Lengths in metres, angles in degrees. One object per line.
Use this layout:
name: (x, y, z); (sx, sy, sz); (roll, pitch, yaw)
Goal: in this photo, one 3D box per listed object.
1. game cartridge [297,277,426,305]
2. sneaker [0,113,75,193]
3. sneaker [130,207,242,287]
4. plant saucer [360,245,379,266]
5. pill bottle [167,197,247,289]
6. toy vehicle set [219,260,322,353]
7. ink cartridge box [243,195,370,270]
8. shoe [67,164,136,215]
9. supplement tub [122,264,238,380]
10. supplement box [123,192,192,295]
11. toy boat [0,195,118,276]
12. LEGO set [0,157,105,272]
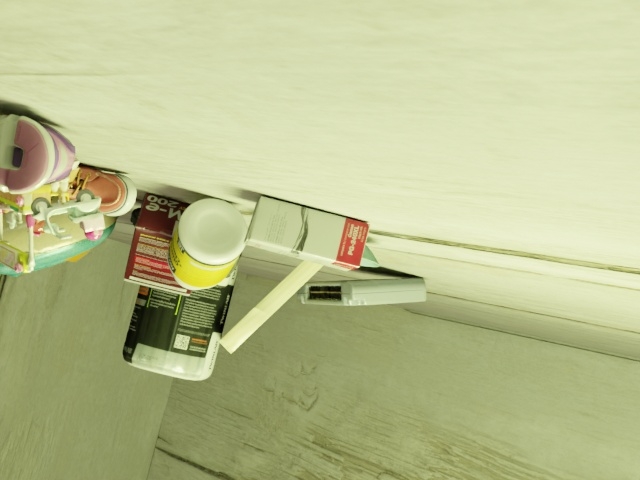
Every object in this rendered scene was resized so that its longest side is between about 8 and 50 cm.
game cartridge: (0.093, 0.109, 1.830); (0.196, 0.060, 0.294); (3, 176, -24)
sneaker: (-0.373, -0.105, 0.948); (0.236, 0.095, 0.104); (14, -171, 17)
sneaker: (-0.250, -0.010, 1.652); (0.234, 0.106, 0.078); (35, -159, -15)
plant saucer: (0.000, 0.000, 1.306); (0.195, 0.037, 0.195); (14, 174, 2)
pill bottle: (-0.179, 0.014, 1.309); (0.103, 0.103, 0.184); (15, 155, -12)
toy vehicle set: (-0.099, 0.129, 1.789); (0.035, 0.267, 0.166); (46, 174, 1)
ink cartridge box: (-0.021, -0.008, 1.141); (0.150, 0.063, 0.109); (15, 175, -7)
shoe: (-0.351, -0.079, 1.243); (0.178, 0.063, 0.081); (15, -179, 39)
supplement tub: (-0.286, 0.121, 1.793); (0.193, 0.316, 0.193); (14, 176, 1)
supplement box: (-0.268, 0.012, 1.507); (0.130, 0.073, 0.239); (15, 153, -12)
toy boat: (-0.522, -0.018, 1.623); (0.267, 0.148, 0.318); (-19, -158, -22)
LEGO set: (-0.354, -0.035, 1.064); (0.132, 0.107, 0.287); (-2, -165, -22)
